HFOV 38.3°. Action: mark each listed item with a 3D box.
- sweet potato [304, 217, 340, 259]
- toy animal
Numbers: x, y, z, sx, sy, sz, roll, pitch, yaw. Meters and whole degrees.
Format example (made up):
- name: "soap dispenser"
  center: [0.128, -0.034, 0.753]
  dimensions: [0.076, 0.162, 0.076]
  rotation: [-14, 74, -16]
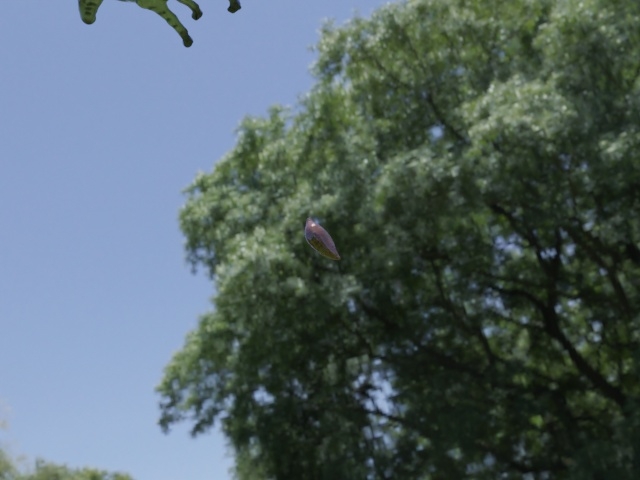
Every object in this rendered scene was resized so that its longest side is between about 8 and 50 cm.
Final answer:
- name: "sweet potato"
  center: [0.000, 0.000, 1.431]
  dimensions: [0.034, 0.095, 0.034]
  rotation: [-24, -38, -20]
- name: "toy animal"
  center: [-0.199, -0.333, 1.159]
  dimensions: [0.216, 0.074, 0.176]
  rotation: [-29, -42, 32]
